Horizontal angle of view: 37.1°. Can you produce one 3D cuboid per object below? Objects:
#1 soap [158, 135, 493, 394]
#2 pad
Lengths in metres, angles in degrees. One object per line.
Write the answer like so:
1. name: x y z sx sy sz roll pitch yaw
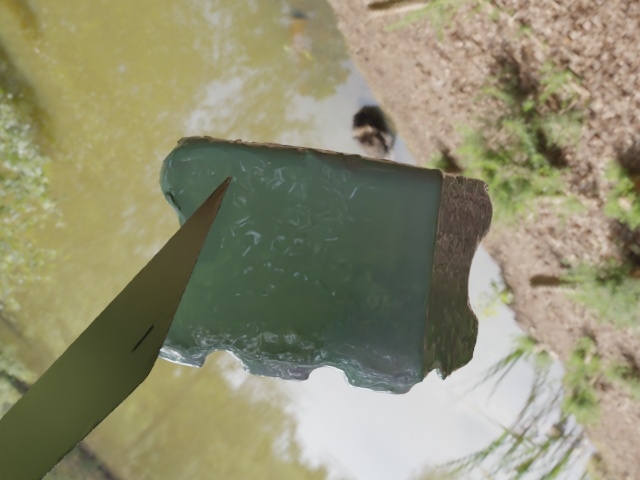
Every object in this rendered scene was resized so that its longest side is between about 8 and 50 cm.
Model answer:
1. soap: 0.000 0.000 0.818 0.262 0.156 0.446 8 -176 -5
2. pad: -0.136 0.087 0.488 0.009 0.159 0.265 38 121 -15
